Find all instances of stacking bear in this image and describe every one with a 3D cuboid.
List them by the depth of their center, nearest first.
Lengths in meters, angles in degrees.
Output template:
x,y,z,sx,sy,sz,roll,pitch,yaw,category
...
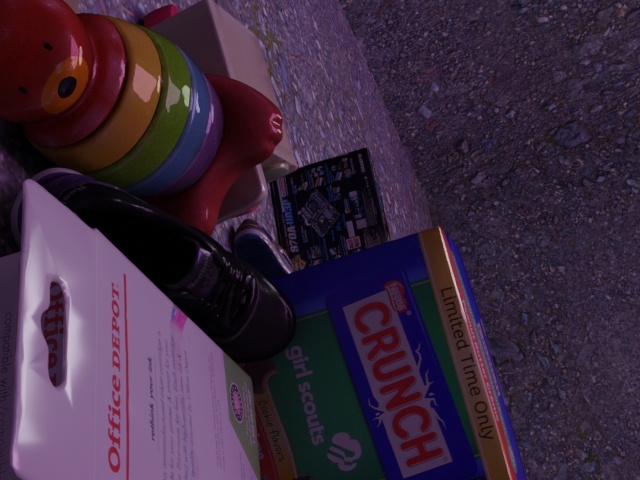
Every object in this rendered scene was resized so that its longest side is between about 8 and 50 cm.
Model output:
x,y,z,sx,sy,sz,roll,pitch,yaw,category
-0.193,-0.124,0.832,0.164,0.175,0.289,41,7,31,stacking bear

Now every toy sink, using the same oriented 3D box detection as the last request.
x,y,z,sx,sy,sz,roll,pitch,yaw,category
-0.126,-0.110,1.044,0.131,0.152,0.234,23,46,-65,toy sink

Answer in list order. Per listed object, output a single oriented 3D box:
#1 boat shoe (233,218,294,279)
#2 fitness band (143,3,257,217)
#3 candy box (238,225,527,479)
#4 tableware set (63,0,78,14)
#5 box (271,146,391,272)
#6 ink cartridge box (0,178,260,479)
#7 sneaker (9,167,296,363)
x,y,z,sx,sy,sz,roll,pitch,yaw,category
-0.063,0.044,1.364,0.066,0.066,0.183,-92,160,-56,boat shoe
-0.155,-0.169,1.270,0.209,0.054,0.291,-45,115,-78,fitness band
0.015,0.165,0.945,0.122,0.317,0.268,33,41,-71,candy box
-0.281,-0.231,0.845,0.194,0.039,0.128,9,79,-70,tableware set
0.019,-0.031,1.571,0.051,0.175,0.220,58,18,-57,box
-0.159,0.137,0.682,0.353,0.119,0.207,57,21,-54,ink cartridge box
-0.114,0.040,0.796,0.283,0.124,0.107,31,77,-35,sneaker
